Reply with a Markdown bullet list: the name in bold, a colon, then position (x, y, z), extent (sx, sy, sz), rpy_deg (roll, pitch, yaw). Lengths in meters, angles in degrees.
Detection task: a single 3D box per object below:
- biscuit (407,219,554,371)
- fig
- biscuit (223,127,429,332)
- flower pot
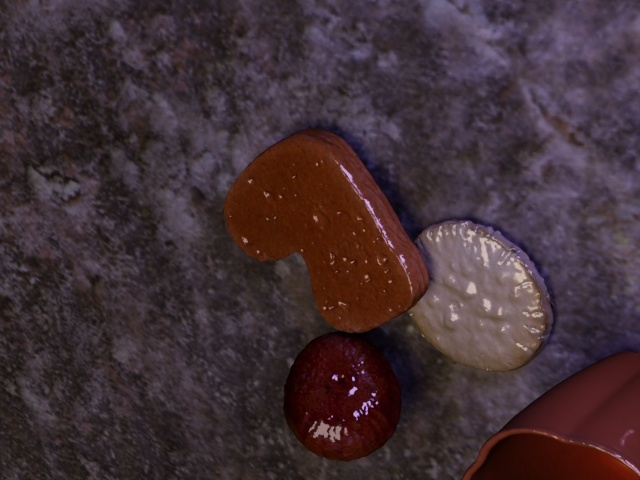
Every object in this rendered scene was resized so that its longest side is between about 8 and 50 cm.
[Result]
- **biscuit**: position (0.131, 0.050, 1.058), extent (0.152, 0.020, 0.152), rpy_deg (21, 128, 30)
- **fig**: position (0.035, 0.161, 1.154), extent (0.119, 0.119, 0.153), rpy_deg (-4, 140, 41)
- **biscuit**: position (0.000, 0.000, 1.115), extent (0.186, 0.036, 0.192), rpy_deg (-38, 82, 47)
- **flower pot**: position (0.229, 0.180, 0.948), extent (0.190, 0.173, 0.191), rpy_deg (22, 129, 29)
